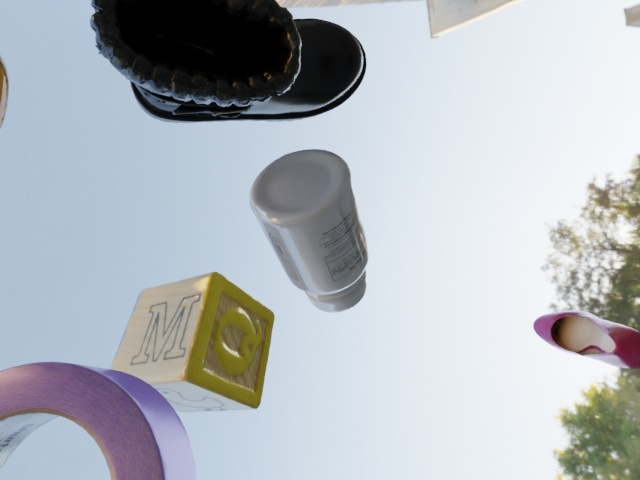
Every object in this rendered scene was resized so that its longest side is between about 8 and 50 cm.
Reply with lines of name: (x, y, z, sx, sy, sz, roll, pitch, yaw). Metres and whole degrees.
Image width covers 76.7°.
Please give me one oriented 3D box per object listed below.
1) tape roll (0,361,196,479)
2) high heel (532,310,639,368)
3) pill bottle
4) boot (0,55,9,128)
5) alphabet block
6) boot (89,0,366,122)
tape roll: (-0.268, 0.263, 0.389, 0.274, 0.090, 0.275, -1, -111, 2)
high heel: (0.430, 0.160, 0.681, 0.117, 0.244, 0.082, 13, -88, -17)
pill bottle: (0.000, 0.000, 0.566, 0.131, 0.131, 0.229, -46, -38, -22)
boot: (-0.508, -0.104, 0.501, 0.104, 0.211, 0.295, 33, -66, -34)
alphabet block: (-0.225, 0.194, 0.743, 0.192, 0.196, 0.194, 45, -140, -44)
boot: (-0.057, -0.212, 0.467, 0.347, 0.260, 0.131, -18, -78, -18)
